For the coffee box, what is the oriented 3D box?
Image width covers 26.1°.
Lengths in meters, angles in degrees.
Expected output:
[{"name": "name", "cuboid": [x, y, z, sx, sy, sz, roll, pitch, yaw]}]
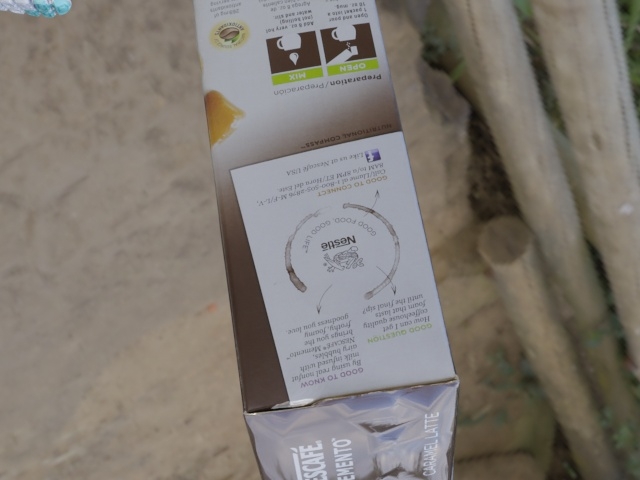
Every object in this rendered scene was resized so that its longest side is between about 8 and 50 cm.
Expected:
[{"name": "coffee box", "cuboid": [0.000, 0.000, 0.714, 0.098, 0.246, 0.141, -9, 148, -1]}]

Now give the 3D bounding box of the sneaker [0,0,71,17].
[{"name": "sneaker", "cuboid": [-0.295, -0.245, 1.214, 0.166, 0.076, 0.065, 9, 175, 4]}]
